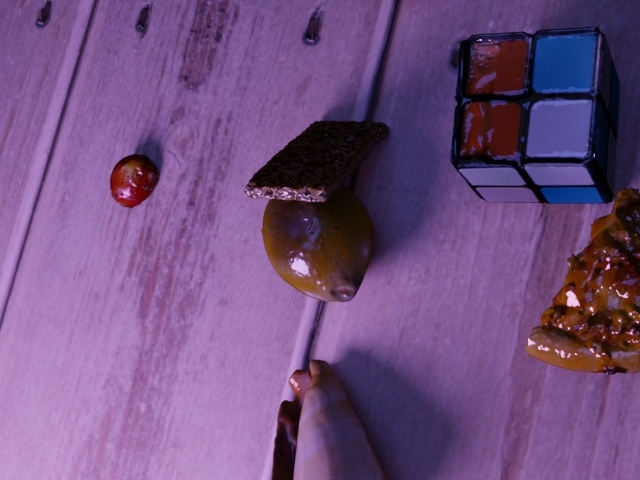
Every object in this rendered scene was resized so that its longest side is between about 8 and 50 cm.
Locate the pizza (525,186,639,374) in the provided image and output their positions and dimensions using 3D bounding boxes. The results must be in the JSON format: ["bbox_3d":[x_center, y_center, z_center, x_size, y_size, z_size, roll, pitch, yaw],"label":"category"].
[{"bbox_3d":[0.393,0.042,1.154,0.336,0.086,0.226,-23,70,20],"label":"pizza"}]

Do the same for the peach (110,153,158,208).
[{"bbox_3d":[-0.306,-0.098,1.536,0.083,0.050,0.077,-49,61,11],"label":"peach"}]

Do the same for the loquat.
[{"bbox_3d":[0.000,0.000,1.315,0.152,0.152,0.195,-31,54,15],"label":"loquat"}]

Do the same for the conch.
[{"bbox_3d":[0.019,0.284,1.263,0.158,0.127,0.255,-41,36,43],"label":"conch"}]

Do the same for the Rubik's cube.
[{"bbox_3d":[0.276,-0.151,1.210,0.180,0.167,0.183,0,78,24],"label":"Rubik's cube"}]

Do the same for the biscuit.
[{"bbox_3d":[-0.002,-0.116,1.323,0.131,0.231,0.025,4,121,26],"label":"biscuit"}]
